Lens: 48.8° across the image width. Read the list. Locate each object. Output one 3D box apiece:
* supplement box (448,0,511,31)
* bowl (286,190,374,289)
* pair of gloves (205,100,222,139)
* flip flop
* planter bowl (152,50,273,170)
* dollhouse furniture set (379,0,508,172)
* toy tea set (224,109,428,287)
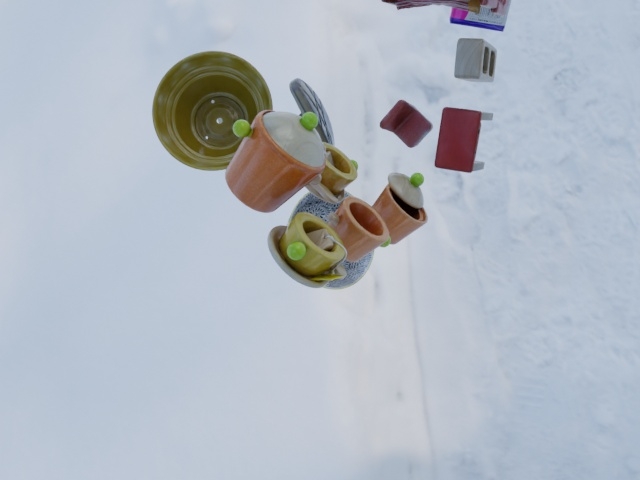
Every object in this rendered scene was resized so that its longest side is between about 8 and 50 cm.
[{"bbox_3d":[0.329,-0.539,1.387,0.111,0.114,0.220,11,117,4],"label":"supplement box"},{"bbox_3d":[0.000,0.000,1.178,0.080,0.170,0.170,-12,63,56],"label":"bowl"},{"bbox_3d":[-0.258,-0.298,1.658,0.240,0.042,0.204,14,109,42],"label":"pair of gloves"},{"bbox_3d":[-0.011,-0.142,1.221,0.080,0.277,0.112,-12,29,9],"label":"flip flop"},{"bbox_3d":[-0.192,-0.229,1.299,0.217,0.090,0.217,0,87,1],"label":"planter bowl"},{"bbox_3d":[0.181,-0.308,1.143,0.201,0.152,0.374,12,102,23],"label":"dollhouse furniture set"},{"bbox_3d":[0.033,-0.071,0.861,0.200,0.336,0.124,51,118,13],"label":"toy tea set"}]
